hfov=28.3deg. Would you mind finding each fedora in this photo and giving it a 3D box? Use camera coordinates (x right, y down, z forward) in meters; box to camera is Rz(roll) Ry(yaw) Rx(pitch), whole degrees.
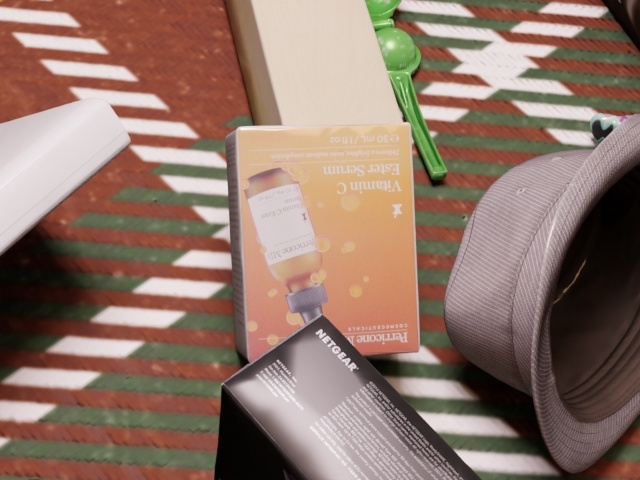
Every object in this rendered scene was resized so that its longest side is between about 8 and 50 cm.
[{"bbox_3d":[0.182,0.026,0.953,0.124,0.243,0.275,14,52,39],"label":"fedora"}]

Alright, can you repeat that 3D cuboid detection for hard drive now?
[{"bbox_3d":[-0.315,0.031,0.871,0.353,0.233,0.047,-46,115,-31],"label":"hard drive"}]

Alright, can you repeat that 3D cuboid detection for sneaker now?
[{"bbox_3d":[0.293,-0.103,1.140,0.098,0.038,0.069,27,55,0],"label":"sneaker"}]

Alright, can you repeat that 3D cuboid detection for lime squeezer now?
[{"bbox_3d":[0.070,-0.201,1.145,0.059,0.110,0.310,-7,87,-31],"label":"lime squeezer"}]

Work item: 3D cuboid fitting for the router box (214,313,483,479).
[{"bbox_3d":[0.060,0.227,0.758,0.081,0.243,0.309,-33,66,-26],"label":"router box"}]

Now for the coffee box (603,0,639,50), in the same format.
[{"bbox_3d":[0.364,-0.199,1.122,0.119,0.168,0.297,-25,60,-3],"label":"coffee box"}]

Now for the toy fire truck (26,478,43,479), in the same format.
[{"bbox_3d":[-0.266,0.276,0.759,0.246,0.158,0.217,-3,56,-22],"label":"toy fire truck"}]

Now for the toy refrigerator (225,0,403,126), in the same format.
[{"bbox_3d":[-0.013,-0.163,1.109,0.102,0.094,0.269,-6,58,-15],"label":"toy refrigerator"}]

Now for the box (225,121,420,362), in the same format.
[{"bbox_3d":[0.000,0.000,0.950,0.130,0.091,0.170,-4,92,-9],"label":"box"}]
